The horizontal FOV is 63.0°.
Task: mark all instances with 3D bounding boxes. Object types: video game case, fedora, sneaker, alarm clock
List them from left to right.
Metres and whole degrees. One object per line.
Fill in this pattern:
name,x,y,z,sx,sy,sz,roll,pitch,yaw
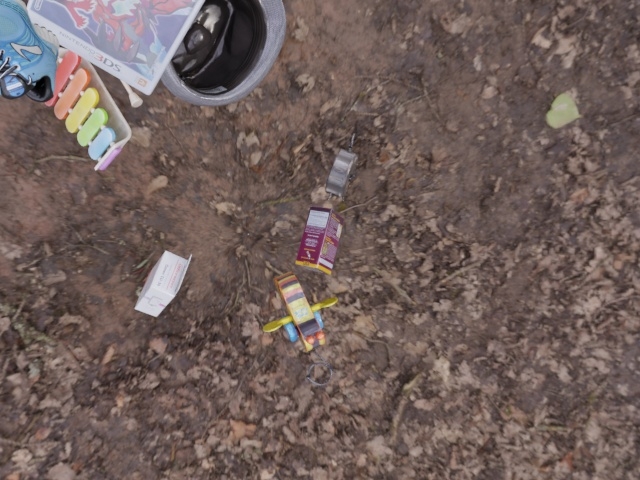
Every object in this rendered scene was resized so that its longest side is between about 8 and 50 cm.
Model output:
sneaker,-0.273,-0.163,0.456,0.063,0.162,0.073,-9,91,1
video game case,-0.265,-0.310,0.679,0.183,0.023,0.201,28,130,-25
fedora,-0.210,-0.393,0.994,0.243,0.124,0.275,35,89,-46
alarm clock,0.067,-0.203,1.450,0.064,0.129,0.192,18,107,7

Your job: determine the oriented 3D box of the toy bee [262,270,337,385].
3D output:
toy bee,-0.027,0.211,1.333,0.195,0.162,0.298,-44,88,-15

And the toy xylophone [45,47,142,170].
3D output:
toy xylophone,-0.586,-0.358,1.336,0.323,0.081,0.236,51,125,7

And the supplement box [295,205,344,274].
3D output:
supplement box,0.000,0.000,1.620,0.080,0.104,0.188,9,79,27

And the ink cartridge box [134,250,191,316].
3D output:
ink cartridge box,-0.410,0.107,1.363,0.067,0.198,0.115,27,51,-21
